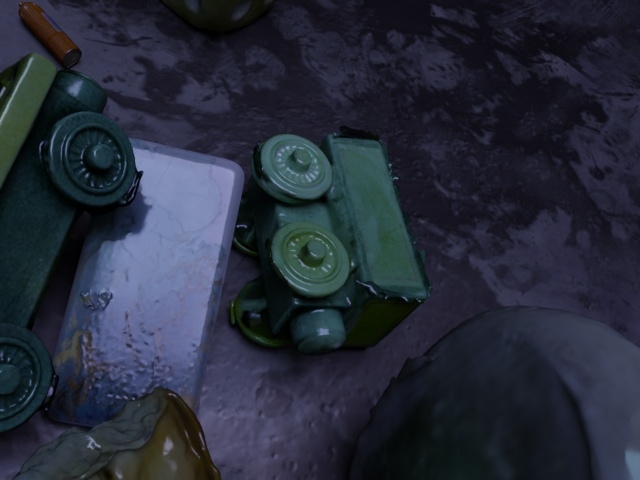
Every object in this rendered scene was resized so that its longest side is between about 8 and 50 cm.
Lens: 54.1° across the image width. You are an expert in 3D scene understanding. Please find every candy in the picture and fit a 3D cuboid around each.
[{"bbox_3d":[0.152,0.243,0.476,0.186,0.427,0.386,5,45,-10],"label":"candy"}]

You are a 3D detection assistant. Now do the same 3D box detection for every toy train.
[{"bbox_3d":[0.000,0.000,0.708,0.188,0.159,0.272,3,55,-25],"label":"toy train"},{"bbox_3d":[-0.305,-0.008,0.501,0.237,0.150,0.369,34,63,-40],"label":"toy train"}]

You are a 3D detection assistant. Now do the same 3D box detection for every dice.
[{"bbox_3d":[-0.141,-0.418,0.884,0.169,0.169,0.166,44,53,6],"label":"dice"}]

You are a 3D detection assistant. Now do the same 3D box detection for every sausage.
[{"bbox_3d":[-0.345,-0.265,0.791,0.107,0.031,0.031,46,54,10],"label":"sausage"}]

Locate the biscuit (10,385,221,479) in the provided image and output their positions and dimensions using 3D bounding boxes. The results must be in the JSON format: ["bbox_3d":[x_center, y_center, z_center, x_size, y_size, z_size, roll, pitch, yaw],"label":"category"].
[{"bbox_3d":[-0.191,0.275,0.451,0.335,0.078,0.329,13,59,-48],"label":"biscuit"}]

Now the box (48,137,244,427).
[{"bbox_3d":[-0.169,0.042,0.624,0.142,0.044,0.285,12,75,-10],"label":"box"}]
